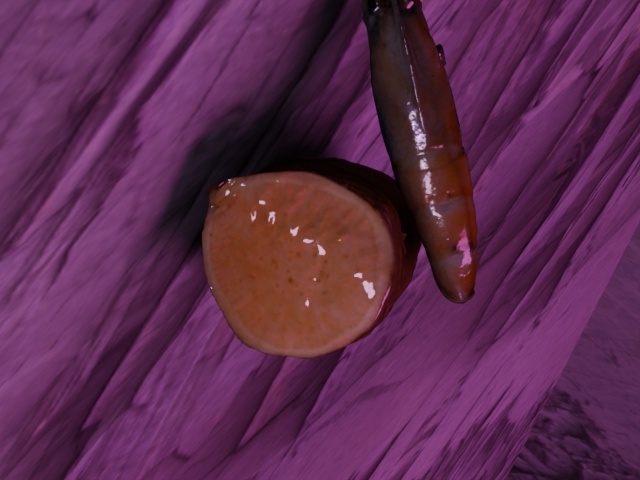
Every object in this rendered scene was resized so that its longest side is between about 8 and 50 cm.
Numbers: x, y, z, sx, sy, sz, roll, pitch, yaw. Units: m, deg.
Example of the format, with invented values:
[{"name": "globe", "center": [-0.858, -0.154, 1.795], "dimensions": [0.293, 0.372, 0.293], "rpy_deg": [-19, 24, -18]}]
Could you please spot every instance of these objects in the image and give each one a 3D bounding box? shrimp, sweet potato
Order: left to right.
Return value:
[{"name": "sweet potato", "center": [0.002, 0.003, 1.216], "dimensions": [0.131, 0.131, 0.337], "rpy_deg": [-57, 177, 6]}, {"name": "shrimp", "center": [0.058, -0.091, 1.185], "dimensions": [0.051, 0.262, 0.198], "rpy_deg": [-16, -166, 0]}]
